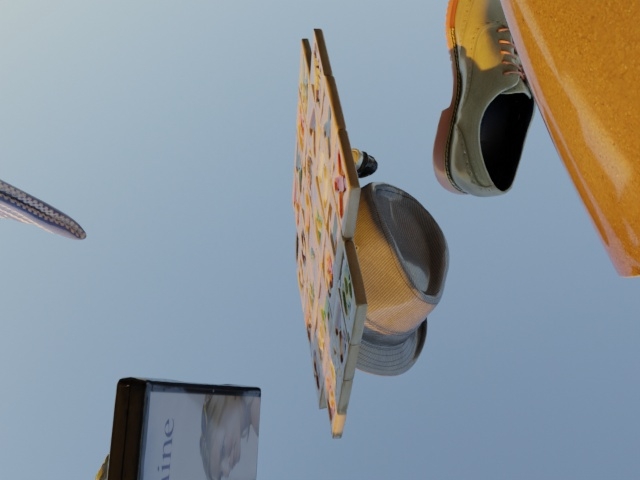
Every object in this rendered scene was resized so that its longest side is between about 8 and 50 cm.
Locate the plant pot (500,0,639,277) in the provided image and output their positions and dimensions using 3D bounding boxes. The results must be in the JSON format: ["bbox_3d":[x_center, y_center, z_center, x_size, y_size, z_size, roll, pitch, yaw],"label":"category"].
[{"bbox_3d":[0.212,-0.145,0.513,0.237,0.254,0.237,-35,176,-3],"label":"plant pot"}]

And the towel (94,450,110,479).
[{"bbox_3d":[-0.242,0.522,1.148,0.090,0.320,0.374,-49,-169,54],"label":"towel"}]

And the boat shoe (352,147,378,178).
[{"bbox_3d":[0.038,-0.108,1.192,0.125,0.038,0.046,0,-107,63],"label":"boat shoe"}]

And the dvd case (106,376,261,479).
[{"bbox_3d":[-0.086,0.187,0.567,0.022,0.253,0.180,2,-100,12],"label":"dvd case"}]

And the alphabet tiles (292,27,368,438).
[{"bbox_3d":[0.000,0.000,0.751,0.011,0.343,0.285,-5,-126,-8],"label":"alphabet tiles"}]

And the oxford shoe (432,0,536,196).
[{"bbox_3d":[0.266,-0.255,1.208,0.140,0.397,0.146,-1,-169,-22],"label":"oxford shoe"}]

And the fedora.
[{"bbox_3d":[0.088,0.029,1.117,0.124,0.243,0.276,-38,-135,36],"label":"fedora"}]

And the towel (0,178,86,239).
[{"bbox_3d":[-0.402,-0.068,0.732,0.336,0.243,0.040,12,-102,32],"label":"towel"}]
